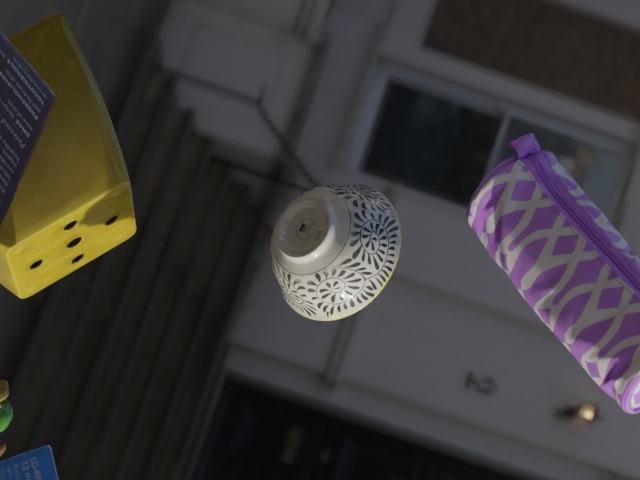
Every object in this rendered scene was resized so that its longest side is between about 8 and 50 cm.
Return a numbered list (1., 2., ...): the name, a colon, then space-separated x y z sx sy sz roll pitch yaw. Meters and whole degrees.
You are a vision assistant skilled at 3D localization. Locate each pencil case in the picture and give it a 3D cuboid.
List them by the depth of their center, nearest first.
1. pencil case: 0.188 0.026 1.213 0.086 0.206 0.088 -27 150 -25

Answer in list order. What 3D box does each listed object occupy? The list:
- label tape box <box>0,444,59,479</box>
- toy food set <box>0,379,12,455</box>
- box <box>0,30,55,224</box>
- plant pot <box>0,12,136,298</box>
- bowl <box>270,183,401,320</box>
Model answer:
1. label tape box: -0.387 0.324 1.528 0.115 0.347 0.249 81 -9 -64
2. toy food set: -0.389 0.209 1.868 0.218 0.128 0.071 -157 -131 -80
3. box: -0.366 -0.095 1.507 0.167 0.168 0.203 53 33 -33
4. plant pot: -0.301 -0.068 1.782 0.212 0.187 0.212 -31 163 -15
5. bowl: 0.000 0.000 1.982 0.080 0.170 0.170 33 71 -50
